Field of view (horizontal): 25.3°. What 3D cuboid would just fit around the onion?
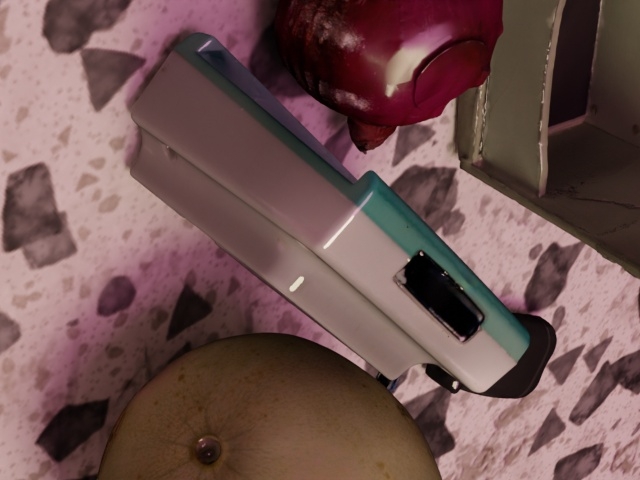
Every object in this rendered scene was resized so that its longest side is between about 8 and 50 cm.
[{"bbox_3d":[0.059,-0.135,1.049,0.173,0.135,0.198,-26,135,-24],"label":"onion"}]

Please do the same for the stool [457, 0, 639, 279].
[{"bbox_3d":[0.262,-0.134,1.137,0.170,0.270,0.243,-23,132,-31],"label":"stool"}]

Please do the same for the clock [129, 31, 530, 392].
[{"bbox_3d":[0.000,0.000,1.017,0.116,0.231,0.262,-49,140,1],"label":"clock"}]

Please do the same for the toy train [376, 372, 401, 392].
[{"bbox_3d":[0.071,0.114,1.328,0.017,0.017,0.083,5,114,-53],"label":"toy train"}]

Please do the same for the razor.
[{"bbox_3d":[0.169,0.110,1.390,0.148,0.054,0.090,13,104,-48],"label":"razor"}]

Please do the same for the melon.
[{"bbox_3d":[-0.034,0.218,1.109,0.268,0.268,0.330,-45,151,-9],"label":"melon"}]
